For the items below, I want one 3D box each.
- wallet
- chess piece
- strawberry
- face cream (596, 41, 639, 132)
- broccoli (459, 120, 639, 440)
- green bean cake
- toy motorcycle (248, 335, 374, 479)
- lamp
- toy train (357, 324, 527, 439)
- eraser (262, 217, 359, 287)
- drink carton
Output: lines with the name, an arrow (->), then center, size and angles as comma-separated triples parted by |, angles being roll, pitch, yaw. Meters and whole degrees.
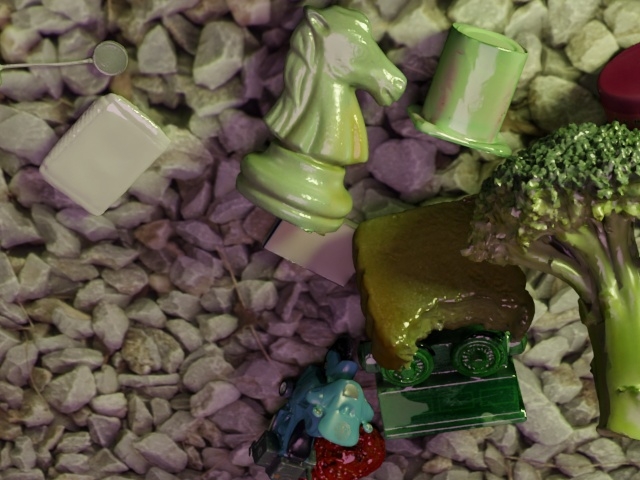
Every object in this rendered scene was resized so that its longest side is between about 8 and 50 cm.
wallet -> -0.316, -0.126, 1.613 | 0.124, 0.032, 0.183 | 38, 111, -21
chess piece -> 0.008, -0.174, 1.540 | 0.175, 0.176, 0.298 | 19, 106, -12
strawberry -> 0.028, 0.385, 1.903 | 0.188, 0.082, 0.121 | -30, 120, 12
face cream -> 0.492, -0.165, 1.525 | 0.175, 0.175, 0.195 | -22, 117, 12
broccoli -> 0.342, 0.039, 1.453 | 0.274, 0.353, 0.397 | -9, 119, -17
green bean cake -> 0.174, 0.070, 1.622 | 0.236, 0.233, 0.124 | -11, 151, -4
toy motorcycle -> -0.011, 0.294, 1.788 | 0.123, 0.182, 0.272 | 21, 120, -24
lamp -> -0.367, -0.241, 1.533 | 0.198, 0.056, 0.050 | -6, 118, -2
toy train -> 0.196, 0.193, 1.754 | 0.266, 0.145, 0.202 | -8, 124, 4
eraser -> 0.000, 0.000, 1.701 | 0.150, 0.023, 0.104 | 26, 117, -17
drink carton -> 0.210, -0.214, 1.519 | 0.146, 0.144, 0.142 | 14, 110, -10
